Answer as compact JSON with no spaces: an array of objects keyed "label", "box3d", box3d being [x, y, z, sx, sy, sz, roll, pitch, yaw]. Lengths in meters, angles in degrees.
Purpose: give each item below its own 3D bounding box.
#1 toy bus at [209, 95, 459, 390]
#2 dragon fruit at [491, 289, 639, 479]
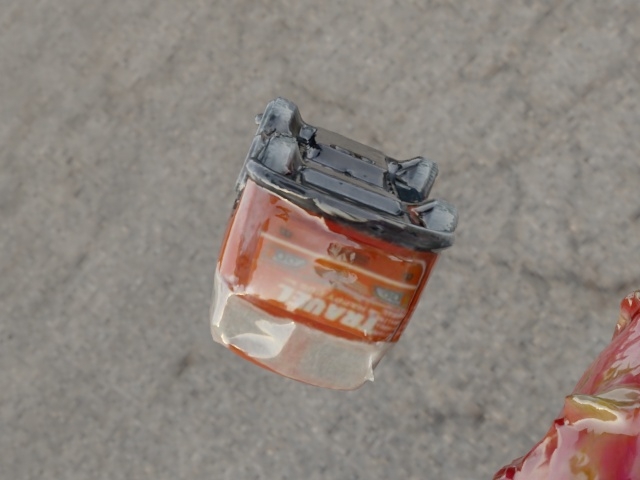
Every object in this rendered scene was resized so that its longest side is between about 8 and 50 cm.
[{"label":"toy bus","box3d":[0.000,0.000,0.529,0.174,0.079,0.077,-88,21,-78]},{"label":"dragon fruit","box3d":[0.177,0.104,0.535,0.268,0.205,0.210,-39,33,-21]}]
